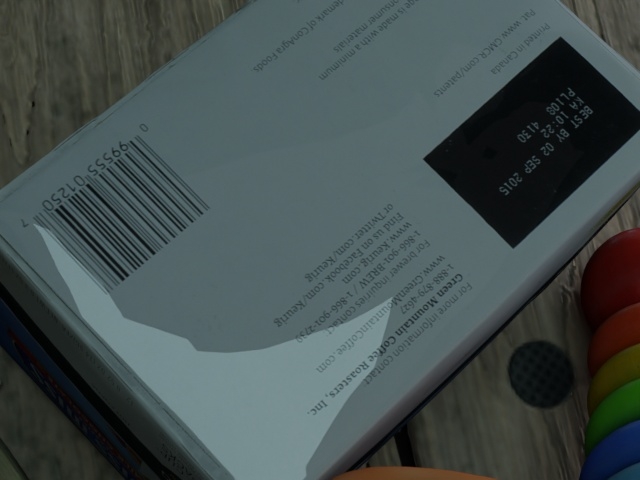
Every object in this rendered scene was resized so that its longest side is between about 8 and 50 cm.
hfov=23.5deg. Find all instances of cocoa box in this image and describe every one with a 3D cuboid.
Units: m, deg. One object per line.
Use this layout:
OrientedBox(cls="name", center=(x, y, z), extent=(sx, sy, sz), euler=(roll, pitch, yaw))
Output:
OrientedBox(cls="cocoa box", center=(0.000, 0.000, 0.934), extent=(0.347, 0.228, 0.231), euler=(-41, 81, -20))

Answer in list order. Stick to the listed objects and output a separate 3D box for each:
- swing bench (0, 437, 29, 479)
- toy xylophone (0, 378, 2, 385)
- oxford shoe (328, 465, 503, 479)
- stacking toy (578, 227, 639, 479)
OrientedBox(cls="swing bench", center=(-0.246, 0.254, 0.792), extent=(0.253, 0.165, 0.255), euler=(-28, 40, 0))
OrientedBox(cls="toy xylophone", center=(-0.335, 0.070, 0.928), extent=(0.236, 0.081, 0.323), euler=(35, 69, 2))
OrientedBox(cls="oxford shoe", center=(0.143, 0.235, 0.746), extent=(0.363, 0.130, 0.133), euler=(29, 44, 3))
OrientedBox(cls="stacking toy", center=(0.212, 0.121, 0.952), extent=(0.141, 0.141, 0.330), euler=(10, 41, -7))
